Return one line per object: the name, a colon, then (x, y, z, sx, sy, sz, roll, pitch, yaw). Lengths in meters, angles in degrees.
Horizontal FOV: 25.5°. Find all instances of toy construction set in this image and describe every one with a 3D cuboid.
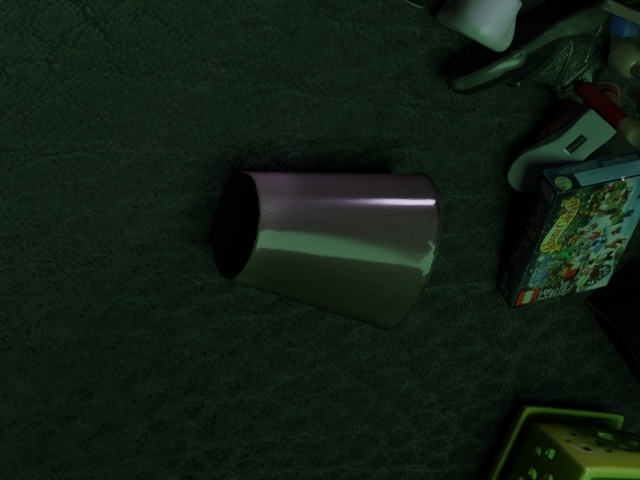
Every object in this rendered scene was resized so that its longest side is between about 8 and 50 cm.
toy construction set: (0.458, -0.224, 1.604, 0.257, 0.237, 0.309, 20, 114, -38)

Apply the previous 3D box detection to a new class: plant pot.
plant pot: (0.368, 0.365, 2.038, 0.228, 0.207, 0.227, 8, 113, -32)

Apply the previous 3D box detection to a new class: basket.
basket: (0.000, 0.000, 1.674, 0.227, 0.154, 0.204, 8, 115, -27)

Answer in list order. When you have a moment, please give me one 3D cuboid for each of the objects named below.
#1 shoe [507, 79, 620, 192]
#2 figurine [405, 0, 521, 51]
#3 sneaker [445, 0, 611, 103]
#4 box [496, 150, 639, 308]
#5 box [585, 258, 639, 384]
shoe: (0.315, -0.134, 1.814, 0.063, 0.081, 0.178, 40, 125, -15)
figurine: (0.175, -0.348, 1.607, 0.215, 0.092, 0.209, 22, 101, -36)
sneaker: (0.264, -0.206, 1.729, 0.228, 0.087, 0.130, -28, 120, -18)
box: (0.337, -0.012, 1.858, 0.159, 0.044, 0.233, -13, 143, -22)
box: (0.512, 0.175, 2.020, 0.103, 0.184, 0.261, -42, 128, -3)
